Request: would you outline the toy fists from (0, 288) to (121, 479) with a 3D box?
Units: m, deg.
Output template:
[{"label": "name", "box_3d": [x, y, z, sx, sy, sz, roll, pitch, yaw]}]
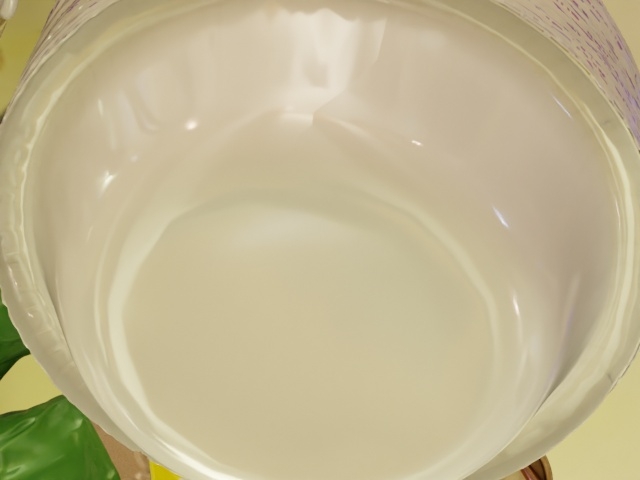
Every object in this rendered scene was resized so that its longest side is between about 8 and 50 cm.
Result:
[{"label": "toy fists", "box_3d": [-0.288, 0.143, 1.440, 0.279, 0.142, 0.096, 60, 149, 5]}]

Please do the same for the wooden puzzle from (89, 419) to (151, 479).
[{"label": "wooden puzzle", "box_3d": [-0.169, 0.311, 1.874, 0.348, 0.322, 0.080, 44, 134, 24]}]

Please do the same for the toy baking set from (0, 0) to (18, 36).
[{"label": "toy baking set", "box_3d": [-0.145, -0.087, 0.731, 0.030, 0.197, 0.256, 23, 105, -15]}]

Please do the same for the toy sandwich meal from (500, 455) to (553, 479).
[{"label": "toy sandwich meal", "box_3d": [0.119, 0.166, 1.178, 0.085, 0.029, 0.086, 1, 93, 23]}]

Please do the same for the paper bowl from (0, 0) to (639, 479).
[{"label": "paper bowl", "box_3d": [0.000, 0.000, 0.735, 0.284, 0.148, 0.284, 3, 126, 5]}]

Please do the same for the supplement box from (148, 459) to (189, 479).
[{"label": "supplement box", "box_3d": [-0.029, 0.074, 1.403, 0.195, 0.194, 0.357, -1, 106, 13]}]
